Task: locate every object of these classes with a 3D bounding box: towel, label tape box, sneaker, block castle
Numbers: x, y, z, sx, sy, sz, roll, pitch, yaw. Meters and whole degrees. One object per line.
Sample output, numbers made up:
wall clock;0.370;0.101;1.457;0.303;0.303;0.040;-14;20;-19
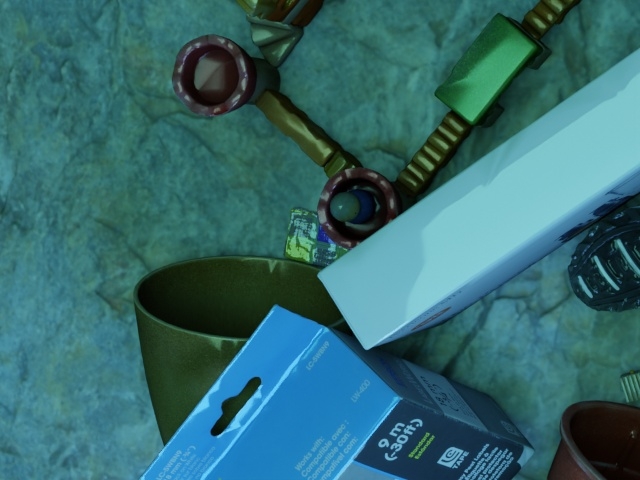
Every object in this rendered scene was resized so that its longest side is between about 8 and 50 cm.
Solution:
towel;0.000;0.000;1.617;0.083;0.009;0.060;15;97;16
label tape box;0.022;0.231;1.460;0.241;0.333;0.106;-52;42;14
sneaker;0.372;-0.016;1.448;0.271;0.108;0.100;-36;77;18
block castle;0.085;-0.245;1.469;0.303;0.213;0.453;42;105;11

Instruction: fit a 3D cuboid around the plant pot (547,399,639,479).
plant pot;0.307;0.343;1.423;0.272;0.272;0.265;27;109;14

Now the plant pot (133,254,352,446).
plant pot;-0.087;0.173;1.560;0.237;0.237;0.254;10;111;17

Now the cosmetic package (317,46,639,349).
cosmetic package;0.209;-0.041;1.403;0.377;0.284;0.097;-35;78;17

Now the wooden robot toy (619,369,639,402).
wooden robot toy;0.390;0.139;1.466;0.173;0.079;0.076;0;93;17
